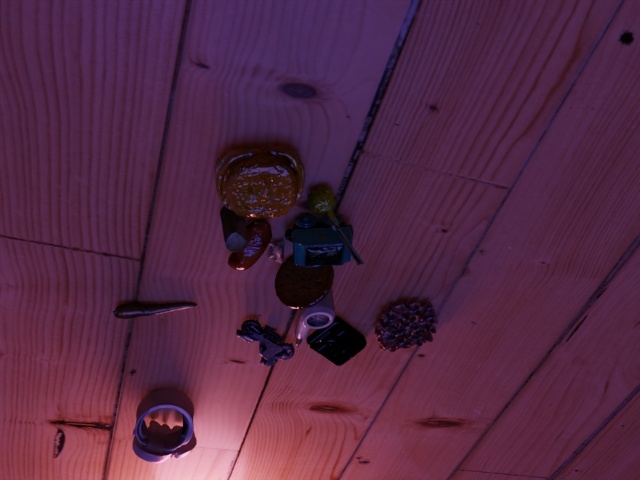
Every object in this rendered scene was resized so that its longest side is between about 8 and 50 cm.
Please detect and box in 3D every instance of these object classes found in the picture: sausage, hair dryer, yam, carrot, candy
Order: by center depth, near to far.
[{"bbox_3d":[0.044,-0.039,1.505,0.073,0.262,0.077,-18,153,-29],"label":"candy"},{"bbox_3d":[-0.235,-0.039,1.510,0.068,0.169,0.068,-8,122,-12],"label":"yam"},{"bbox_3d":[-0.202,0.018,1.601,0.089,0.089,0.179,26,118,-24],"label":"sausage"},{"bbox_3d":[-0.514,0.212,1.734,0.254,0.049,0.049,-4,127,-10],"label":"carrot"},{"bbox_3d":[-0.038,0.253,1.767,0.107,0.173,0.357,4,139,-11],"label":"hair dryer"}]

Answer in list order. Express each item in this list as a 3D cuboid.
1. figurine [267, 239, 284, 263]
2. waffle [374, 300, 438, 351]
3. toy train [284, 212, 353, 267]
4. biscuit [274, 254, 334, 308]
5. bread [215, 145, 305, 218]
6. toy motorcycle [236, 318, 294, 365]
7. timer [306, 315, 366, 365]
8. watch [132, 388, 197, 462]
[{"bbox_3d":[-0.134,0.033,1.652,0.050,0.047,0.083,8,133,6],"label":"figurine"},{"bbox_3d":[0.289,0.288,1.883,0.221,0.055,0.234,-12,131,0],"label":"waffle"},{"bbox_3d":[0.000,0.000,1.573,0.198,0.154,0.107,-3,129,-6],"label":"toy train"},{"bbox_3d":[-0.049,0.115,1.634,0.188,0.188,0.027,-23,145,10],"label":"biscuit"},{"bbox_3d":[-0.157,-0.151,1.462,0.236,0.120,0.198,-3,128,-4],"label":"bread"},{"bbox_3d":[-0.191,0.342,1.850,0.215,0.080,0.122,39,111,-24],"label":"toy motorcycle"},{"bbox_3d":[0.059,0.347,1.882,0.144,0.055,0.187,-41,125,12],"label":"timer"},{"bbox_3d":[-0.540,0.651,1.995,0.244,0.196,0.231,17,101,-19],"label":"watch"}]
